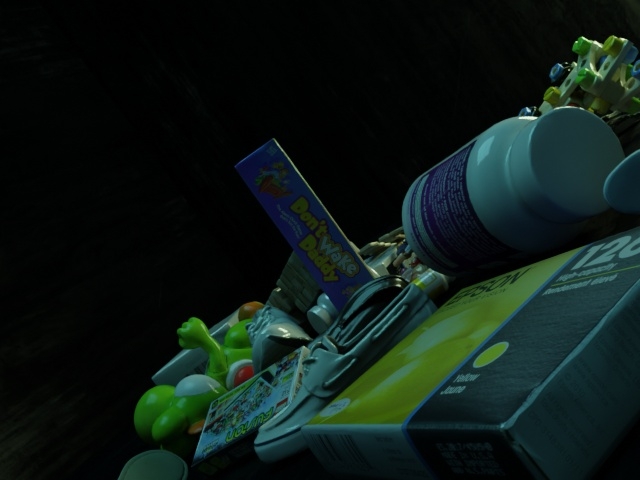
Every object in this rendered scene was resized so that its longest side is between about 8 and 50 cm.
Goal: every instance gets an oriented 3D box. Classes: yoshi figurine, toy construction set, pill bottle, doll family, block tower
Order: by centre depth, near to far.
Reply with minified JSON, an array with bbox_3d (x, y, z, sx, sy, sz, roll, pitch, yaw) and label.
[{"bbox_3d":[0.234,-0.055,0.934,0.169,0.169,0.301,-37,1,-20],"label":"pill bottle"},{"bbox_3d":[0.162,0.070,1.114,0.083,0.043,0.043,-36,1,-10],"label":"pill bottle"},{"bbox_3d":[0.201,-0.018,1.328,0.263,0.118,0.163,-42,-1,-14],"label":"doll family"},{"bbox_3d":[0.448,-0.230,1.347,0.328,0.151,0.215,-43,23,24],"label":"toy construction set"},{"bbox_3d":[-0.213,0.266,1.388,0.362,0.203,0.203,-41,-12,-50],"label":"yoshi figurine"},{"bbox_3d":[0.050,0.120,1.459,0.152,0.086,0.086,-37,1,-26],"label":"pill bottle"},{"bbox_3d":[-0.042,0.117,1.538,0.091,0.097,0.335,-26,-25,-47],"label":"block tower"}]

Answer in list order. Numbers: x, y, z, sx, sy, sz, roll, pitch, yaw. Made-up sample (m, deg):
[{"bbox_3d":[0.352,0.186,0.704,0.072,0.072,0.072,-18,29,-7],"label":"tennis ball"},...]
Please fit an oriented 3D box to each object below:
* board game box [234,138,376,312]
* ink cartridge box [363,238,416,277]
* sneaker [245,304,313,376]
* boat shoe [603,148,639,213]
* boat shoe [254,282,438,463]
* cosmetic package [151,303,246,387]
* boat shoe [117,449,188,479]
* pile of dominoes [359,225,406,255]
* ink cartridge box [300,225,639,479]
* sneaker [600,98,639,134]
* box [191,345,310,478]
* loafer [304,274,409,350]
[{"bbox_3d":[0.000,0.000,1.261,0.078,0.347,0.233,-36,1,2],"label":"board game box"},{"bbox_3d":[0.052,0.111,1.682,0.333,0.065,0.165,-27,6,32],"label":"ink cartridge box"},{"bbox_3d":[-0.075,0.164,1.181,0.111,0.129,0.297,-40,-11,-5],"label":"sneaker"},{"bbox_3d":[0.371,-0.085,0.758,0.183,0.065,0.083,-30,-1,10],"label":"boat shoe"},{"bbox_3d":[0.023,0.150,0.848,0.267,0.088,0.096,-36,1,7],"label":"boat shoe"},{"bbox_3d":[-0.237,0.287,1.765,0.217,0.156,0.385,-36,0,2],"label":"cosmetic package"},{"bbox_3d":[-0.246,0.351,0.986,0.068,0.081,0.228,-66,-8,11],"label":"boat shoe"},{"bbox_3d":[0.198,-0.020,1.699,0.196,0.040,0.251,-27,-15,28],"label":"pile of dominoes"},{"bbox_3d":[0.161,0.068,0.571,0.307,0.072,0.303,-39,2,-26],"label":"ink cartridge box"},{"bbox_3d":[0.562,-0.226,1.386,0.109,0.040,0.044,-26,-24,9],"label":"sneaker"},{"bbox_3d":[-0.088,0.235,1.010,0.207,0.036,0.114,-36,25,33],"label":"box"},{"bbox_3d":[0.053,0.143,1.048,0.220,0.080,0.078,-46,24,-1],"label":"loafer"}]
